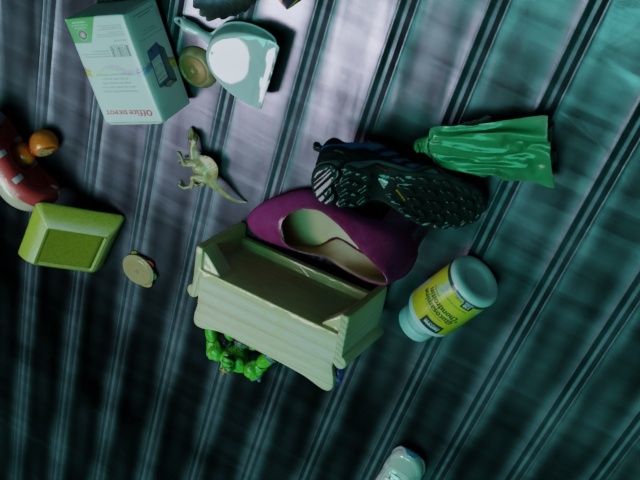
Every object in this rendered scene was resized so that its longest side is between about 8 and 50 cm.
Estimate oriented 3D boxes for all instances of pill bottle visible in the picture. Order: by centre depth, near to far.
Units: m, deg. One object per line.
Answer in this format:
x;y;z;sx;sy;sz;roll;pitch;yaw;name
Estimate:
0.225;0.111;1.835;0.103;0.103;0.184;43;133;-4;pill bottle

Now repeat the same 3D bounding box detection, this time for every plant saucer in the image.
-0.227;-0.313;1.856;0.083;0.015;0.083;16;129;21;plant saucer
-0.535;0.005;2.182;0.188;0.045;0.188;9;139;-24;plant saucer

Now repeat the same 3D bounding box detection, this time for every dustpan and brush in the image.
-0.173;-0.338;1.786;0.211;0.060;0.147;25;131;4;dustpan and brush

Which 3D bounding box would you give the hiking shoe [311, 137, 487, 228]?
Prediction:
0.137;-0.112;1.722;0.304;0.132;0.113;13;131;-7;hiking shoe

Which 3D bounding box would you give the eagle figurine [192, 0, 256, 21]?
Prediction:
-0.169;-0.506;1.596;0.298;0.225;0.226;148;121;-71;eagle figurine

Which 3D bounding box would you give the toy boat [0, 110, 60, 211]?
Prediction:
-0.614;-0.179;2.124;0.151;0.151;0.231;-26;109;10;toy boat

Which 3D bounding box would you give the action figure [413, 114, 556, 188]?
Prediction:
0.261;-0.153;1.648;0.232;0.063;0.137;5;126;24;action figure

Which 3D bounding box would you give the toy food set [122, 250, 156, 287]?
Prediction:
-0.396;0.064;2.230;0.083;0.020;0.082;37;133;2;toy food set

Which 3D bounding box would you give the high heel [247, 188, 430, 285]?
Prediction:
0.000;0.000;1.834;0.377;0.181;0.127;0;122;31;high heel

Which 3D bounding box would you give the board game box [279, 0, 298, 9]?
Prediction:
0.017;-0.427;1.519;0.048;0.170;0.141;50;133;-8;board game box

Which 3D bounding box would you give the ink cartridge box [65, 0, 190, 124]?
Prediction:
-0.351;-0.325;1.864;0.154;0.093;0.212;4;123;35;ink cartridge box

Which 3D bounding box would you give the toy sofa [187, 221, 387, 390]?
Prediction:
-0.066;0.121;1.944;0.363;0.150;0.177;23;122;24;toy sofa

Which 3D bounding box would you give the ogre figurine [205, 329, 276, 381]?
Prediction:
-0.171;0.227;2.171;0.197;0.097;0.118;17;113;1;ogre figurine

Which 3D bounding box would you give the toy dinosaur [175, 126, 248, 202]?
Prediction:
-0.227;-0.125;1.968;0.093;0.053;0.183;-20;111;38;toy dinosaur

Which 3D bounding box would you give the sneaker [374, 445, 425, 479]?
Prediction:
0.155;0.531;2.193;0.087;0.092;0.228;31;132;10;sneaker

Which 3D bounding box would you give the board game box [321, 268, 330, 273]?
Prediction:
-0.011;0.154;2.033;0.126;0.026;0.186;-11;102;36;board game box
